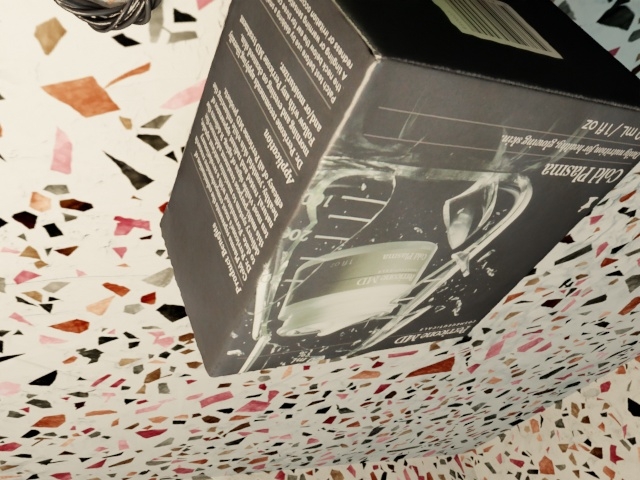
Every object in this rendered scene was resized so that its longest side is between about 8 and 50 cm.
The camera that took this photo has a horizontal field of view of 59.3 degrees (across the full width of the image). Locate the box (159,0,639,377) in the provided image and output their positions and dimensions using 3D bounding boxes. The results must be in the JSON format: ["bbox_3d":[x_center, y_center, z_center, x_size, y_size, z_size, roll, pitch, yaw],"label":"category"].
[{"bbox_3d":[0.093,-0.089,0.757,0.480,0.297,0.471,-2,140,-33],"label":"box"}]

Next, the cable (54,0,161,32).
[{"bbox_3d":[-0.243,-0.307,0.603,0.151,0.047,0.184,4,140,-28],"label":"cable"}]
